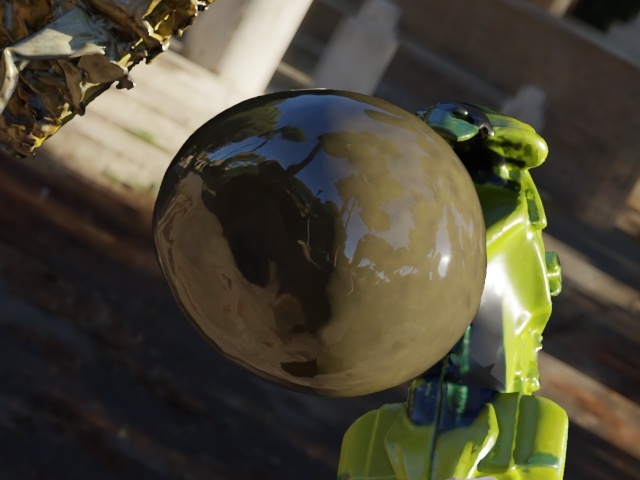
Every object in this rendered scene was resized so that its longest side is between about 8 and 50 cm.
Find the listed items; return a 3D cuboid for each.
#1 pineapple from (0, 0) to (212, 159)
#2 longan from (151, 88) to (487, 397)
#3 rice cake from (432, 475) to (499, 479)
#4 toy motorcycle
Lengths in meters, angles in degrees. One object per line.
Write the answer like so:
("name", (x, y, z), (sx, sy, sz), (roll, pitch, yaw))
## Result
("pineapple", (-0.139, -0.188, 1.291), (0.161, 0.334, 0.158), (52, 7, -13))
("longan", (0.000, 0.000, 1.080), (0.187, 0.167, 0.167), (20, 5, 8))
("rice cake", (-0.021, 0.224, 1.061), (0.070, 0.399, 0.064), (-7, 65, -41))
("toy motorcycle", (0.093, 0.042, 1.289), (0.142, 0.342, 0.206), (-13, -40, 25))
